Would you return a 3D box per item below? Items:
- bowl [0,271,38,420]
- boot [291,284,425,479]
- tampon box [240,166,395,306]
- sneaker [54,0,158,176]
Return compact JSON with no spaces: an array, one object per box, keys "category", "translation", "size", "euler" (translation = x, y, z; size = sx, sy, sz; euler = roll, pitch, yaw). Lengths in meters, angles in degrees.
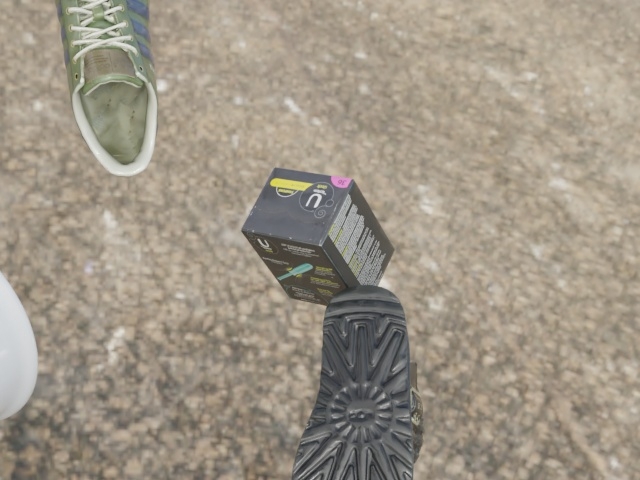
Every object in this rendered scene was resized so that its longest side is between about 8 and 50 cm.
[{"category":"bowl","translation":[-0.490,0.124,1.185],"size":[0.297,0.298,0.134],"euler":[21,34,17]},{"category":"boot","translation":[0.057,0.252,1.234],"size":[0.131,0.260,0.348],"euler":[7,61,9]},{"category":"tampon box","translation":[0.000,0.000,1.267],"size":[0.120,0.161,0.101],"euler":[11,61,31]},{"category":"sneaker","translation":[-0.139,-0.130,0.674],"size":[0.064,0.192,0.086],"euler":[-9,30,-10]}]
